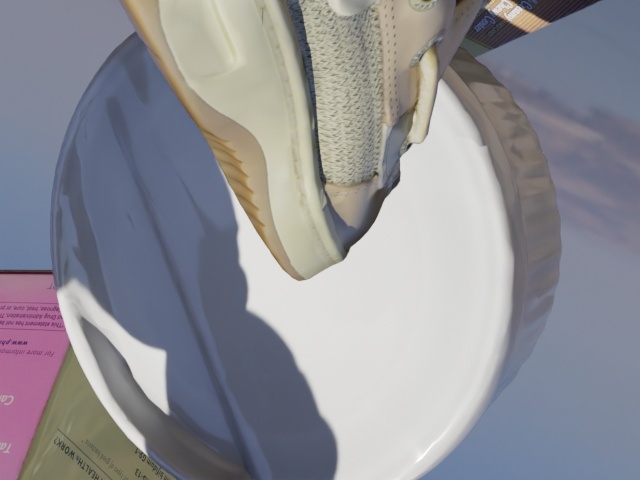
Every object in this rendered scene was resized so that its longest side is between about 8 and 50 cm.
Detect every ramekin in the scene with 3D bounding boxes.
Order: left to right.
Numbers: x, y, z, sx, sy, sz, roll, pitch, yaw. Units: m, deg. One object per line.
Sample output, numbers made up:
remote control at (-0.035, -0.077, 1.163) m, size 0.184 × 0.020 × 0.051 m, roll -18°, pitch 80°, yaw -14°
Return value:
ramekin at (0.000, 0.000, 0.906) m, size 0.273 × 0.273 × 0.127 m, roll 28°, pitch -160°, yaw 24°

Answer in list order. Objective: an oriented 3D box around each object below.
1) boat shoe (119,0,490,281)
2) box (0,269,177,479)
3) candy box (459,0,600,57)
boat shoe at (0.002, -0.068, 0.462) m, size 0.109 × 0.098 × 0.302 m, roll 61°, pitch 179°, yaw 15°
box at (-0.169, 0.175, 1.055) m, size 0.117 × 0.243 × 0.213 m, roll -1°, pitch 146°, yaw 28°
candy box at (0.069, -0.218, 1.256) m, size 0.183 × 0.087 × 0.316 m, roll 32°, pitch 160°, yaw -18°
